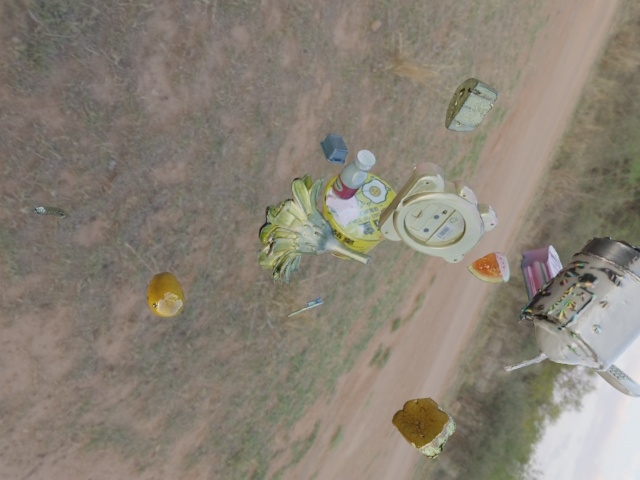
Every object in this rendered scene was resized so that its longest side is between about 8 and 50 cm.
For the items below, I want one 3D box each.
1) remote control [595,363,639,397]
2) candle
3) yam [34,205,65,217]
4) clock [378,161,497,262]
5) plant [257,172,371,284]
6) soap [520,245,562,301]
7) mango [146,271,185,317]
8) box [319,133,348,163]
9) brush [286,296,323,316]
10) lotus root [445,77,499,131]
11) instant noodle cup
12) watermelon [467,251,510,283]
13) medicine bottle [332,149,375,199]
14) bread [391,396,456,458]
[{"bbox_3d":[0.807,0.368,1.364,0.073,0.229,0.044,6,111,-22],"label":"remote control"},{"bbox_3d":[0.499,0.152,0.922,0.330,0.187,0.187,-45,153,-2],"label":"candle"},{"bbox_3d":[-0.715,-0.076,1.273,0.027,0.033,0.129,-46,-173,-4],"label":"yam"},{"bbox_3d":[0.368,-0.071,1.514,0.284,0.309,0.114,-55,-165,38],"label":"clock"},{"bbox_3d":[-0.046,-0.002,1.296,0.261,0.297,0.306,-15,139,-32],"label":"plant"},{"bbox_3d":[0.830,0.155,1.763,0.192,0.109,0.324,38,40,-32],"label":"soap"},{"bbox_3d":[-0.576,0.199,1.794,0.147,0.227,0.109,35,107,-26],"label":"mango"},{"bbox_3d":[0.049,-0.309,1.606,0.074,0.099,0.054,1,142,-30],"label":"box"},{"bbox_3d":[-0.072,0.301,2.172,0.178,0.033,0.030,-20,102,-11],"label":"brush"},{"bbox_3d":[0.609,-0.555,1.954,0.235,0.118,0.138,123,-27,-48],"label":"lotus root"},{"bbox_3d":[0.138,-0.083,1.952,0.326,0.325,0.254,-48,173,-29],"label":"instant noodle cup"},{"bbox_3d":[0.550,0.070,1.529,0.135,0.125,0.094,-38,131,-34],"label":"watermelon"},{"bbox_3d":[0.117,-0.230,1.688,0.090,0.090,0.217,-46,177,-33],"label":"medicine bottle"},{"bbox_3d":[0.269,0.474,1.242,0.128,0.140,0.069,-47,129,-11],"label":"bread"}]
